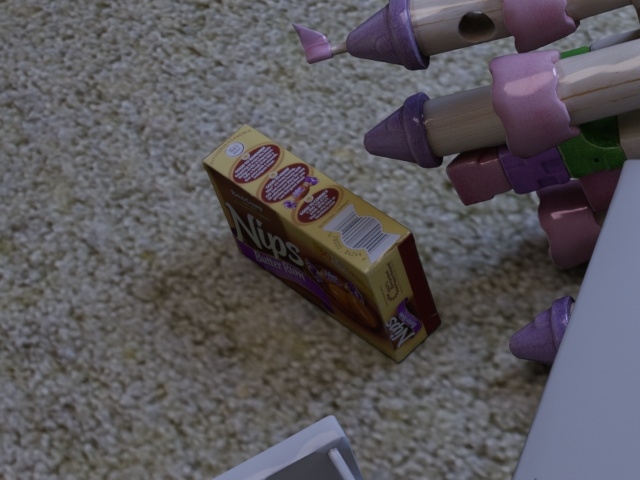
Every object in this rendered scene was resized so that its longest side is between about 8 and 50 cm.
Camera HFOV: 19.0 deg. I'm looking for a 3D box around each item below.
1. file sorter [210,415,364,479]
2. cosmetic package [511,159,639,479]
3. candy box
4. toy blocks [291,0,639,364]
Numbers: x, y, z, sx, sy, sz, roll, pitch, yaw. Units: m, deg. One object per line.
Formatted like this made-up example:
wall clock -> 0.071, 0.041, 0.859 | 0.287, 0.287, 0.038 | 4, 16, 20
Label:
file sorter -> -0.056, 0.279, 1.136 | 0.277, 0.193, 0.173 | -28, 50, -7
cosmetic package -> 0.225, 0.161, 1.089 | 0.156, 0.217, 0.385 | 2, 57, 39
candy box -> 0.000, 0.000, 1.416 | 0.053, 0.109, 0.186 | -42, 51, -19
toy blocks -> 0.155, -0.094, 1.333 | 0.260, 0.289, 0.309 | -14, 43, 19
